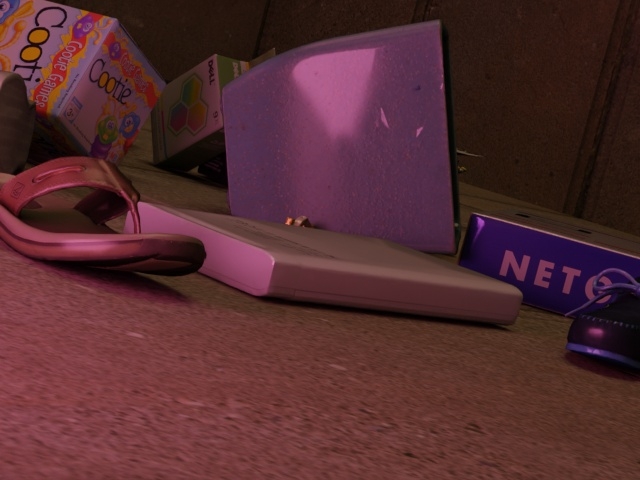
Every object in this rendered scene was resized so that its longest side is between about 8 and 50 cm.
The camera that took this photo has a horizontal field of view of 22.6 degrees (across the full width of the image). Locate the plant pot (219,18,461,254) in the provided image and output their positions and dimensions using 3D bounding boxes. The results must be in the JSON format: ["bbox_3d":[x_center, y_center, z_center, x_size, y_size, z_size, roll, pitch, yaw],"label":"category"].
[{"bbox_3d":[0.024,-0.110,1.792,0.252,0.248,0.247,-3,4,7],"label":"plant pot"}]

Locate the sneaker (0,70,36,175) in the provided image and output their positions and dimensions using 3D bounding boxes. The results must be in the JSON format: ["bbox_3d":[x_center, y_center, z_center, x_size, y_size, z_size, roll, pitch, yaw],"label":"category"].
[{"bbox_3d":[-0.385,-0.127,1.621,0.169,0.108,0.292,12,-4,-6],"label":"sneaker"}]

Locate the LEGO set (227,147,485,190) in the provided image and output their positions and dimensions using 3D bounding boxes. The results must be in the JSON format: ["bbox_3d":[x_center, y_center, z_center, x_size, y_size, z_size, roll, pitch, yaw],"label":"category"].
[{"bbox_3d":[0.038,-0.115,2.044,0.331,0.192,0.255,15,6,3],"label":"LEGO set"}]

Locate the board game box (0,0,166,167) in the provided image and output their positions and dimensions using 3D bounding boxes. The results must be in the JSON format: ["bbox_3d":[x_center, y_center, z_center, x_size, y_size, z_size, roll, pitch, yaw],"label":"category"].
[{"bbox_3d":[-0.354,-0.200,1.935,0.275,0.142,0.144,17,-20,30],"label":"board game box"}]

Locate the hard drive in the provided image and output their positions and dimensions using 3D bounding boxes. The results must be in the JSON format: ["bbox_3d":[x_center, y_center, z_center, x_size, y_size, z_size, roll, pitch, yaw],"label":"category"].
[{"bbox_3d":[0.006,0.021,1.424,0.307,0.040,0.203,9,8,-43],"label":"hard drive"}]

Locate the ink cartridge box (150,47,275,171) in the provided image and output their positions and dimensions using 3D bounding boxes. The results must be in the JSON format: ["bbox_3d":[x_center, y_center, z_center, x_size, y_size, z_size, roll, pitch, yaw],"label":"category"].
[{"bbox_3d":[-0.146,-0.181,2.176,0.062,0.109,0.209,11,-25,-41],"label":"ink cartridge box"}]

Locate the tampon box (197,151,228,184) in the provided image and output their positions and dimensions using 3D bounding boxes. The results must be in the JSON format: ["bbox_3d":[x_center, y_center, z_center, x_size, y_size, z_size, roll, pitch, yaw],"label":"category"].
[{"bbox_3d":[-0.084,-0.151,2.235,0.101,0.161,0.120,11,8,-36],"label":"tampon box"}]

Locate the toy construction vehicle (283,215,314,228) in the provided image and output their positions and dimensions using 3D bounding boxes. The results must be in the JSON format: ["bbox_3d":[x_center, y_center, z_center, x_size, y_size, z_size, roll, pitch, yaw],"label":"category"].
[{"bbox_3d":[0.000,0.000,1.634,0.086,0.035,0.098,17,6,19],"label":"toy construction vehicle"}]

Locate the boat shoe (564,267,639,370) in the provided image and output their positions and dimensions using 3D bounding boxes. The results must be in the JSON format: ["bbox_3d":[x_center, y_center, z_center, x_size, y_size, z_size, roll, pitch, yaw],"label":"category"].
[{"bbox_3d":[0.289,0.067,1.444,0.109,0.089,0.258,17,7,24],"label":"boat shoe"}]

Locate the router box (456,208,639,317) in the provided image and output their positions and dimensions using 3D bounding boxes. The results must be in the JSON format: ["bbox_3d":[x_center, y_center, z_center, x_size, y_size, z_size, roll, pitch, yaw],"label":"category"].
[{"bbox_3d":[0.342,0.045,1.808,0.335,0.082,0.301,16,6,15],"label":"router box"}]

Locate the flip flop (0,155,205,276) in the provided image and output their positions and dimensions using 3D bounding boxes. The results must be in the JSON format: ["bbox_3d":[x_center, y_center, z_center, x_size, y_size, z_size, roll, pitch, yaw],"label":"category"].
[{"bbox_3d":[-0.191,-0.029,1.226,0.112,0.080,0.277,10,8,-39],"label":"flip flop"}]
